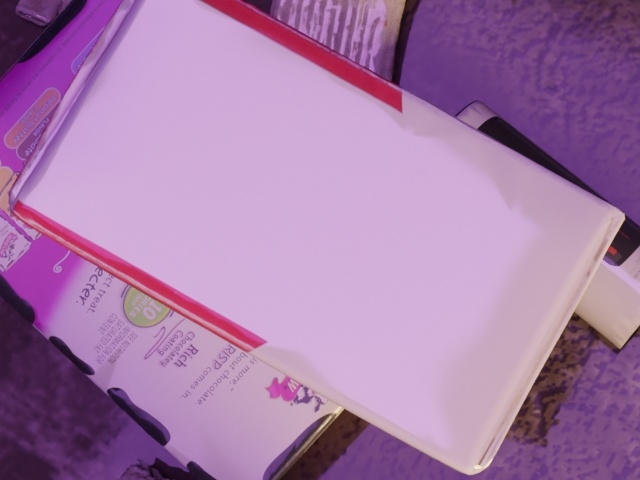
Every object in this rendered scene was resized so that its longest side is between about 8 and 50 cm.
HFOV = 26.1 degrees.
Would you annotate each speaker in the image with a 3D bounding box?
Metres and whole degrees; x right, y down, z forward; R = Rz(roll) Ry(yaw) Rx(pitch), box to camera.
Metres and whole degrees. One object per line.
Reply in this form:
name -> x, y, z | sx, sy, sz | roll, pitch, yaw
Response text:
speaker -> 0.115, -0.008, 0.687 | 0.136, 0.055, 0.055 | 41, 91, 13

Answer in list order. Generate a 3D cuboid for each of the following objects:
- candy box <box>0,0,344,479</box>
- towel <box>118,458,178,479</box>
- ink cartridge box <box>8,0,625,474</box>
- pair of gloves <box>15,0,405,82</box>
candy box -> -0.068, 0.000, 0.696 | 0.233, 0.071, 0.159 | 43, 92, 4
towel -> -0.058, 0.225, 0.613 | 0.282, 0.049, 0.187 | 21, 84, 57
ink cartridge box -> 0.000, 0.000, 0.538 | 0.172, 0.237, 0.100 | 30, 86, 3
pair of gloves -> -0.051, -0.190, 0.749 | 0.240, 0.042, 0.204 | 17, 86, 13
